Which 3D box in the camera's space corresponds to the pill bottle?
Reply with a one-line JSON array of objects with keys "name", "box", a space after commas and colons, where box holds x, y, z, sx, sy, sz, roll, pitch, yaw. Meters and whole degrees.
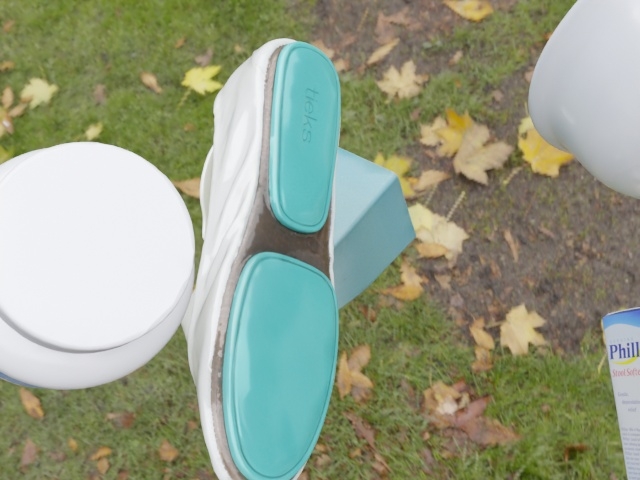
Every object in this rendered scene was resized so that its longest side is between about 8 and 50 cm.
[{"name": "pill bottle", "box": [-0.139, 0.020, 0.443, 0.124, 0.124, 0.221, -60, 16, -20]}]

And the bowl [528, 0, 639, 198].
[{"name": "bowl", "box": [0.326, -0.117, 0.623, 0.297, 0.298, 0.134, -24, 60, 5]}]

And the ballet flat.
[{"name": "ballet flat", "box": [-0.057, 0.016, 0.703, 0.139, 0.139, 0.400, -3, 68, 19]}]

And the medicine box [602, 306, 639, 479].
[{"name": "medicine box", "box": [0.611, 0.241, 1.258, 0.263, 0.149, 0.289, -2, 79, -19]}]

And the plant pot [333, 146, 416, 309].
[{"name": "plant pot", "box": [0.000, 0.000, 1.242, 0.165, 0.165, 0.234, 29, 68, 33]}]
